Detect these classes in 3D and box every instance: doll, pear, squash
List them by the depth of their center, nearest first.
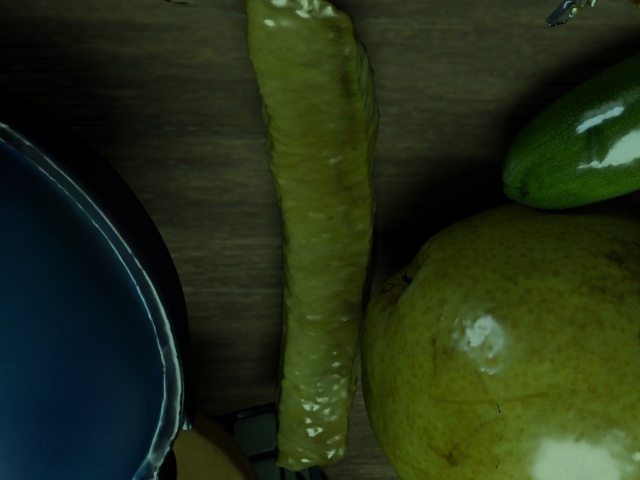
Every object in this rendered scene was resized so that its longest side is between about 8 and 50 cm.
[{"bbox_3d":[-0.214,0.056,0.559,0.309,0.240,0.284,-23,110,9],"label":"doll"},{"bbox_3d":[0.211,-0.077,0.601,0.258,0.069,0.069,-19,140,12],"label":"squash"},{"bbox_3d":[0.121,0.074,0.667,0.208,0.209,0.209,-5,141,-4],"label":"pear"}]

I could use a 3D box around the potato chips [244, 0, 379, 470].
[{"bbox_3d":[0.000,0.000,0.655,0.057,0.080,0.407,8,143,7],"label":"potato chips"}]

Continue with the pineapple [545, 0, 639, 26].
[{"bbox_3d":[0.173,-0.147,0.444,0.136,0.162,0.176,11,140,-38],"label":"pineapple"}]

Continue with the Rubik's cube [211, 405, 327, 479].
[{"bbox_3d":[-0.073,0.233,0.863,0.155,0.154,0.151,-15,140,8],"label":"Rubik's cube"}]

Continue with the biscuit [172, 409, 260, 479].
[{"bbox_3d":[-0.192,0.227,0.752,0.351,0.312,0.057,-9,-179,16],"label":"biscuit"}]
